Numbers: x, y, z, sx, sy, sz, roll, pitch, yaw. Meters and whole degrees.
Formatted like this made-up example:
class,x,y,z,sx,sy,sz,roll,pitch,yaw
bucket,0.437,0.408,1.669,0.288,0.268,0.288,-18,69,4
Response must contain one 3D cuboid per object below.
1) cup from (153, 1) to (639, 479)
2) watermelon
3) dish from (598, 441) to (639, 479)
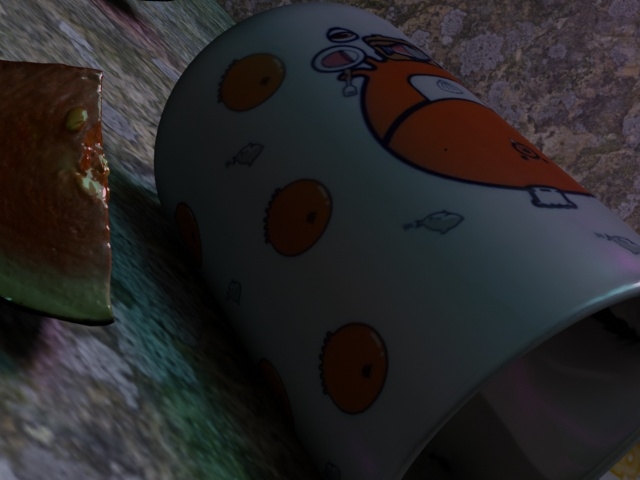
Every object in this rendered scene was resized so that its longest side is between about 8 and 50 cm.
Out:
class,x,y,z,sx,sy,sz,roll,pitch,yaw
cup,0.036,0.004,0.565,0.212,0.212,0.317,35,12,-52
watermelon,-0.122,-0.036,0.364,0.135,0.094,0.125,36,21,-31
dish,0.290,0.269,0.833,0.273,0.134,0.273,24,45,-27
